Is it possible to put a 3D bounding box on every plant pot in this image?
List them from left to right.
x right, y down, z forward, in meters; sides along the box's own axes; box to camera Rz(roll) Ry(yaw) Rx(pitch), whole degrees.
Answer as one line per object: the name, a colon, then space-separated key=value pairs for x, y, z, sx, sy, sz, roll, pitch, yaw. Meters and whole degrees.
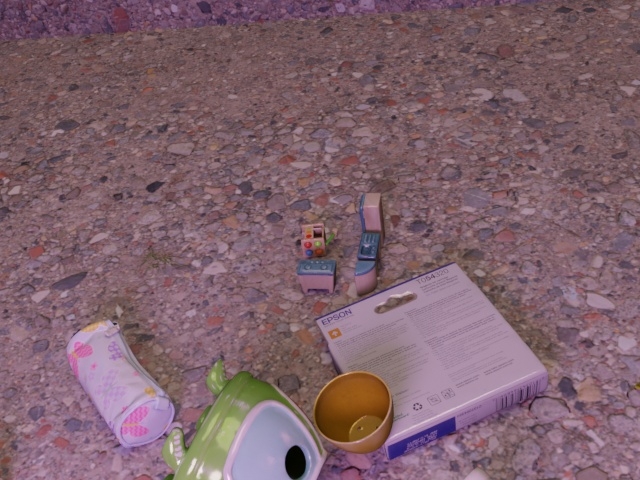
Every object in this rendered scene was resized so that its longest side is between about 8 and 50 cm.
plant pot: x=0.066 y=0.297 z=1.289 sx=0.134 sy=0.095 sz=0.134 roll=-15 pitch=44 yaw=14

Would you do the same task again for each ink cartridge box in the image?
ink cartridge box: x=0.198 y=0.213 z=1.470 sx=0.324 sy=0.071 sz=0.330 roll=-21 pitch=40 yaw=-10

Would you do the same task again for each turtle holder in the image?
turtle holder: x=-0.127 y=0.366 z=1.218 sx=0.227 sy=0.243 sz=0.320 roll=26 pitch=29 yaw=6

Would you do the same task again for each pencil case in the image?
pencil case: x=-0.381 y=0.267 z=1.485 sx=0.124 sy=0.113 sz=0.273 roll=-44 pitch=47 yaw=-5

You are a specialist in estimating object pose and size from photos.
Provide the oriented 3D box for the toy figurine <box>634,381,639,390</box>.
toy figurine: x=0.730 y=0.265 z=1.265 sx=0.191 sy=0.217 sz=0.362 roll=-45 pitch=6 yaw=-18

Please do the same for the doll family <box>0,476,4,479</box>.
doll family: x=-0.585 y=0.460 z=1.254 sx=0.118 sy=0.163 sz=0.263 roll=15 pitch=45 yaw=27

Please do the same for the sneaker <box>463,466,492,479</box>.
sneaker: x=0.210 y=0.479 z=1.078 sx=0.169 sy=0.108 sz=0.293 roll=26 pitch=81 yaw=31

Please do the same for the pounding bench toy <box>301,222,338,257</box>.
pounding bench toy: x=0.000 y=0.000 z=1.780 sx=0.083 sy=0.052 sz=0.065 roll=-6 pitch=40 yaw=4

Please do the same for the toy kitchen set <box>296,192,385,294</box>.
toy kitchen set: x=0.046 y=0.004 z=1.711 sx=0.166 sy=0.122 sz=0.207 roll=1 pitch=40 yaw=12
